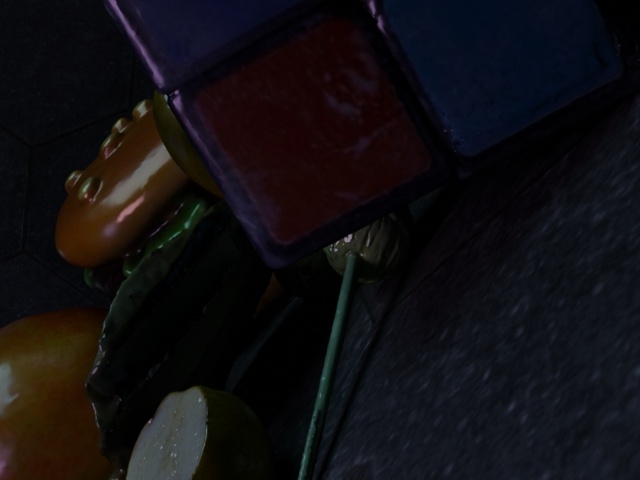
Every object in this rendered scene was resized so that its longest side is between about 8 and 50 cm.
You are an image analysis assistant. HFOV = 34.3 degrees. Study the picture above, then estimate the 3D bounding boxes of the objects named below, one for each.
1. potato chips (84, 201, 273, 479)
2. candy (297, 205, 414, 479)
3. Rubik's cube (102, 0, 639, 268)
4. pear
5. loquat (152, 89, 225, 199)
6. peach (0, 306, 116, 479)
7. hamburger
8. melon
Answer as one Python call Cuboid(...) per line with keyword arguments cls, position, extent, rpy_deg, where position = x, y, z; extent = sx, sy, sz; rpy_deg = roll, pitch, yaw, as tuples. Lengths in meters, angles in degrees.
Cuboid(cls="potato chips", position=(-0.129, 0.117, 1.051), extent=(0.429, 0.070, 0.358), rpy_deg=(-64, -13, -46))
Cuboid(cls="candy", position=(0.017, 0.074, 0.861), extent=(0.093, 0.092, 0.335), rpy_deg=(-38, 25, 41))
Cuboid(cls="Rubik's cube", position=(0.028, -0.211, 0.825), extent=(0.313, 0.318, 0.316), rpy_deg=(-28, 15, 10))
Cuboid(cls="pear", position=(-0.087, 0.189, 0.834), extent=(0.141, 0.104, 0.141), rpy_deg=(-37, 41, 41))
Cuboid(cls="loquat", position=(-0.072, -0.135, 1.185), extent=(0.213, 0.246, 0.213), rpy_deg=(-13, 63, 27))
Cuboid(cls="peach", position=(-0.317, 0.227, 1.234), extent=(0.332, 0.308, 0.308), rpy_deg=(-50, 9, -12))
Cuboid(cls="hamburger", position=(-0.172, -0.064, 1.426), extent=(0.396, 0.277, 0.396), rpy_deg=(-38, 19, 16))
Cuboid(cls="melon", position=(0.000, 0.000, 1.100), extent=(0.099, 0.099, 0.162), rpy_deg=(-48, 9, 30))
